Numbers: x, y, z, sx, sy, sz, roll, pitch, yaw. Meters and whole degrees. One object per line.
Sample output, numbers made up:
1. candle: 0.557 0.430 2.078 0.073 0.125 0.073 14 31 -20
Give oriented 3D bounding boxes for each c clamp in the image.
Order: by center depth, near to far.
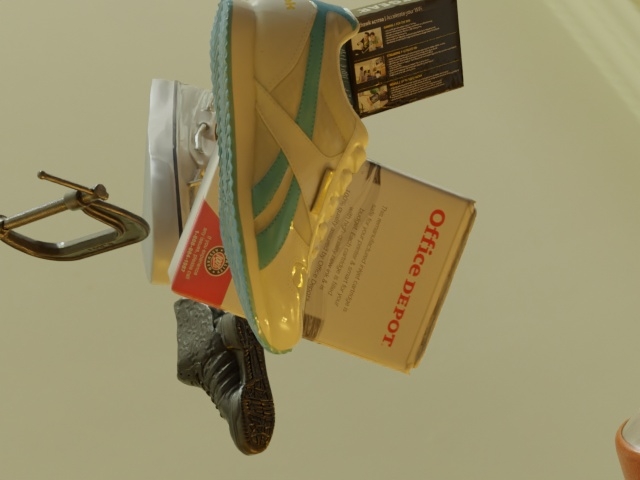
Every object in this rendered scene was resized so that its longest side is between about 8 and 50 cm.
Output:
1. c clamp: -0.215 -0.018 1.036 0.137 0.161 0.022 21 -119 -41

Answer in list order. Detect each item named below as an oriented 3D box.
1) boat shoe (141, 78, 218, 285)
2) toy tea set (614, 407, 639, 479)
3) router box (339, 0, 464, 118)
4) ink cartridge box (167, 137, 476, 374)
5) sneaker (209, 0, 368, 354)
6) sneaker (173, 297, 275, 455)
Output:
1. boat shoe: -0.132 -0.073 1.516 0.156 0.136 0.367 3 -147 -8
2. toy tea set: 0.264 0.146 0.649 0.200 0.336 0.124 -24 -73 -48
3. router box: 0.100 -0.243 1.640 0.179 0.133 0.046 -19 -154 -27
4. ink cartridge box: 0.000 0.000 1.063 0.218 0.158 0.092 21 -177 -10
5. sneaker: -0.017 -0.040 0.801 0.092 0.228 0.087 -4 -169 -13
6. sneaker: -0.096 0.127 1.193 0.051 0.089 0.170 23 -127 -50
